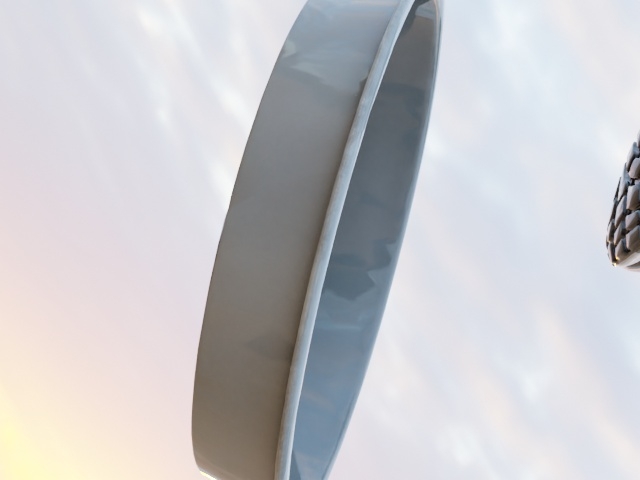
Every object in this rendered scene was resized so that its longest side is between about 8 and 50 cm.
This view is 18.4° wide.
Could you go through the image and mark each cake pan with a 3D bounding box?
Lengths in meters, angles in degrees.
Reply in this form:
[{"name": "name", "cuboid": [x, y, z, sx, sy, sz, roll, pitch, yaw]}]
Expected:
[{"name": "cake pan", "cuboid": [0.000, 0.000, 0.982, 0.054, 0.293, 0.293, 15, -24, 8]}]

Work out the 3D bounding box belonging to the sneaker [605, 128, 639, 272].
[{"name": "sneaker", "cuboid": [0.272, -0.053, 1.100, 0.124, 0.107, 0.283, 25, -42, -14]}]
